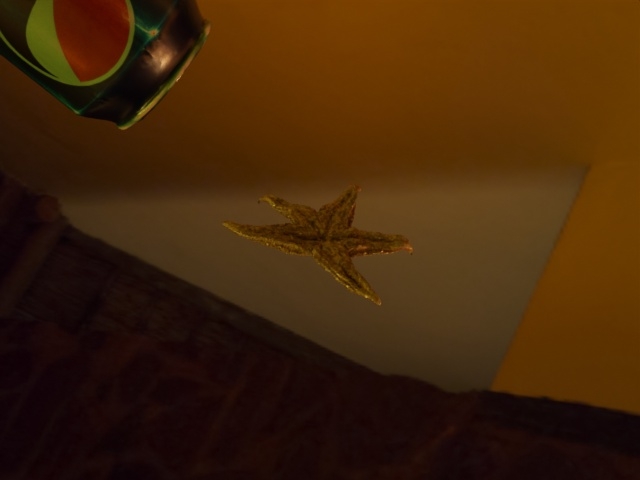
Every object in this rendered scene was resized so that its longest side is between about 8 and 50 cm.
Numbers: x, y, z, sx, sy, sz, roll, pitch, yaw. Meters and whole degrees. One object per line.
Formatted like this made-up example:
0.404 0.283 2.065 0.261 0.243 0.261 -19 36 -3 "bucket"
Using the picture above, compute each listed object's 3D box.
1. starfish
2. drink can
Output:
0.000 0.000 0.480 0.092 0.086 0.016 3 -55 -16 "starfish"
-0.174 -0.168 0.640 0.205 0.118 0.118 38 -114 -23 "drink can"
